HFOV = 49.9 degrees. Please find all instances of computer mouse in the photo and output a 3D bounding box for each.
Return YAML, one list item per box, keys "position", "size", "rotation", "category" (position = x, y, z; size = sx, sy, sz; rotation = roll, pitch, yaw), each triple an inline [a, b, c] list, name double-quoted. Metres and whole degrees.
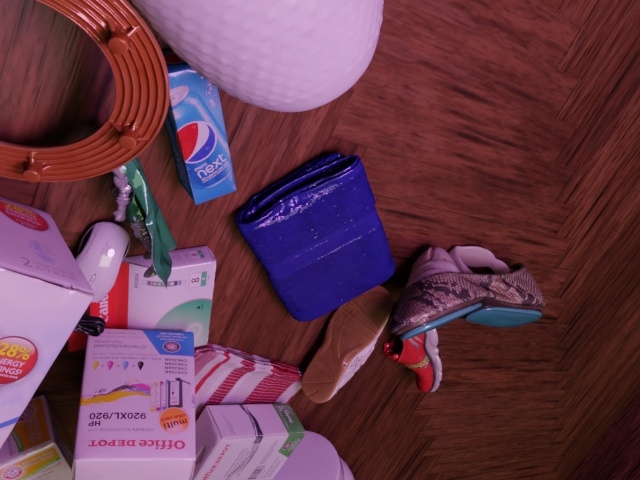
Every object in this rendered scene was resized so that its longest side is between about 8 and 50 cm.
- position: [-0.344, 0.060, 1.015]
  size: [0.106, 0.042, 0.193]
  rotation: [22, 109, -21]
  category: "computer mouse"

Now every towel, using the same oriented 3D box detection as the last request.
- position: [0.000, 0.000, 1.209]
  size: [0.228, 0.076, 0.308]
  rotation: [-28, 136, -3]
  category: "towel"
- position: [-0.194, 0.319, 1.358]
  size: [0.329, 0.037, 0.237]
  rotation: [25, 109, -44]
  category: "towel"

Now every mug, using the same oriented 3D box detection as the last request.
- position: [-0.049, -0.349, 0.770]
  size: [0.374, 0.276, 0.328]
  rotation: [-63, 147, -19]
  category: "mug"

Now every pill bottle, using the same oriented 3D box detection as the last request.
- position: [-0.017, 0.617, 1.585]
  size: [0.224, 0.224, 0.392]
  rotation: [-28, 136, -13]
  category: "pill bottle"

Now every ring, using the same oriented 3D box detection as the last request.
- position: [-0.336, -0.172, 0.750]
  size: [0.337, 0.032, 0.336]
  rotation: [-2, 142, -2]
  category: "ring"

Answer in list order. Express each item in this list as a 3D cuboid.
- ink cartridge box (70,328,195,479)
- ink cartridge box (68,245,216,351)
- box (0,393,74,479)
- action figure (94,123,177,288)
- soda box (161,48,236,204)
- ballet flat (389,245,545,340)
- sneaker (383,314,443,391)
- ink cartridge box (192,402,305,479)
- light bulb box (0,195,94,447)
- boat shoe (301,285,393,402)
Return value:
- position: [-0.288, 0.280, 1.072]
  size: [0.171, 0.232, 0.168]
  rotation: [5, 133, -16]
  category: "ink cartridge box"
- position: [-0.286, 0.108, 1.109]
  size: [0.225, 0.056, 0.181]
  rotation: [-10, 128, -30]
  category: "ink cartridge box"
- position: [-0.472, 0.375, 1.152]
  size: [0.103, 0.114, 0.203]
  rotation: [-21, 133, -17]
  category: "box"
- position: [-0.260, -0.059, 0.959]
  size: [0.064, 0.137, 0.232]
  rotation: [-16, 124, -7]
  category: "action figure"
- position: [-0.174, -0.158, 0.952]
  size: [0.067, 0.071, 0.210]
  rotation: [-23, 134, -18]
  category: "soda box"
- position: [0.288, 0.097, 1.408]
  size: [0.483, 0.182, 0.164]
  rotation: [1, 155, -44]
  category: "ballet flat"
- position: [0.202, 0.246, 1.545]
  size: [0.118, 0.107, 0.279]
  rotation: [-15, 131, 0]
  category: "sneaker"
- position: [-0.159, 0.405, 1.369]
  size: [0.208, 0.087, 0.153]
  rotation: [11, 121, -42]
  category: "ink cartridge box"
- position: [-0.526, 0.106, 0.789]
  size: [0.358, 0.225, 0.361]
  rotation: [25, 102, -44]
  category: "light bulb box"
- position: [0.062, 0.206, 1.408]
  size: [0.277, 0.098, 0.096]
  rotation: [-56, 158, 13]
  category: "boat shoe"
